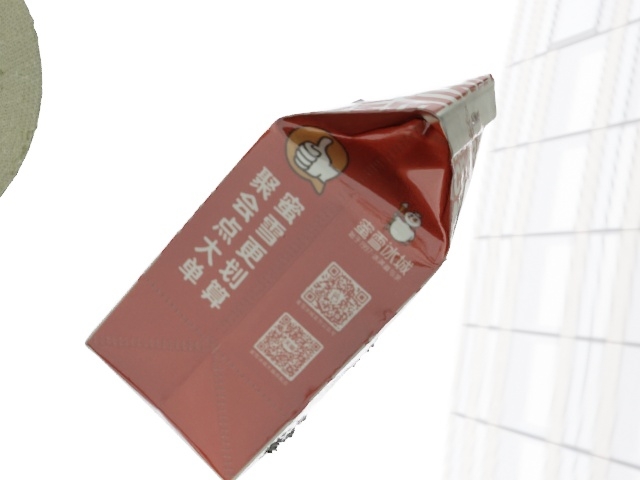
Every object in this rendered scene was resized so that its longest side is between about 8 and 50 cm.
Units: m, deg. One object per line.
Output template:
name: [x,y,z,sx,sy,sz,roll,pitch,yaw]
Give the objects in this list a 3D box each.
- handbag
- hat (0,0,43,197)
handbag: [0.000,0.000,0.976,0.151,0.171,0.298,43,-70,5]
hat: [-0.299,-0.095,0.858,0.257,0.130,0.257,-1,-83,-5]
